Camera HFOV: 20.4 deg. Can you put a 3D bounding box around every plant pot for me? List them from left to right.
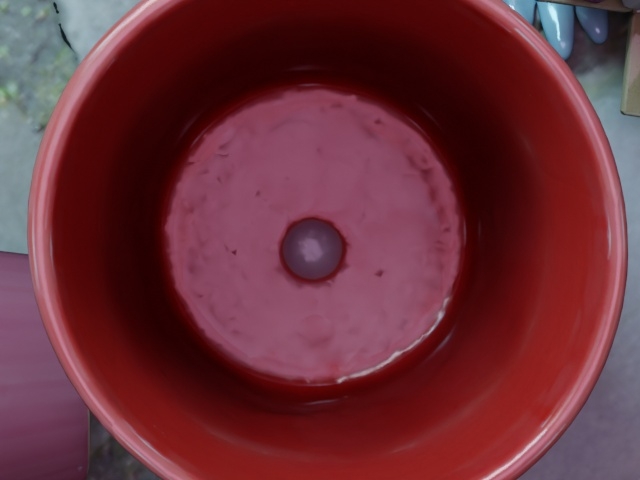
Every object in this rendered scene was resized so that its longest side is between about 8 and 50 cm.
[{"bbox_3d":[-0.221,0.080,0.941,0.180,0.201,0.201,-4,91,-17],"label":"plant pot"},{"bbox_3d":[0.000,0.000,0.913,0.275,0.243,0.275,0,90,-3],"label":"plant pot"}]

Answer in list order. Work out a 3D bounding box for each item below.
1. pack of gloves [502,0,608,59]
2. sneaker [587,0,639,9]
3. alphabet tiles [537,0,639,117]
[{"bbox_3d":[0.187,-0.217,1.017,0.195,0.046,0.232,-1,91,-1],"label":"pack of gloves"},{"bbox_3d":[0.244,-0.169,0.957,0.236,0.095,0.104,10,82,-10],"label":"sneaker"},{"bbox_3d":[0.294,-0.201,1.015,0.342,0.011,0.285,6,91,-11],"label":"alphabet tiles"}]
